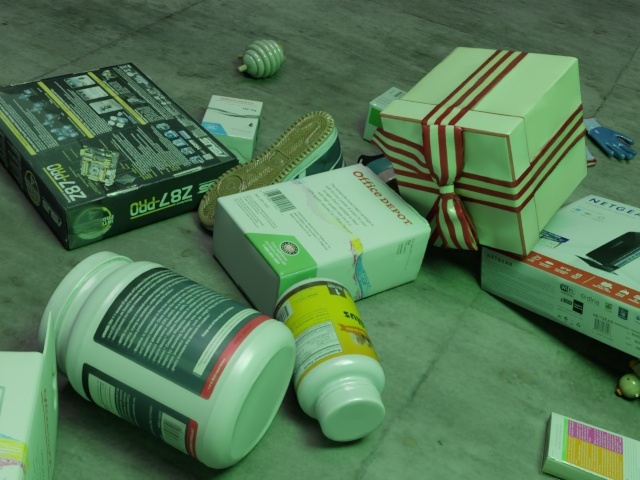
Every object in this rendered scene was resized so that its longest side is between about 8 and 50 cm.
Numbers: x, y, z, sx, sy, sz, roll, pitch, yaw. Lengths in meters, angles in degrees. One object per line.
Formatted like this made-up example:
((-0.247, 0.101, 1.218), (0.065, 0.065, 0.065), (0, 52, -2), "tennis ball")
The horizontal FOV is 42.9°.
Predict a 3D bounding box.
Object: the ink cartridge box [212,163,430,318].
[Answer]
((0.000, 0.000, 1.284), (0.278, 0.117, 0.201), (-16, 45, -29), "ink cartridge box")

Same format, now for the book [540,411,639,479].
((0.369, 0.286, 1.072), (0.144, 0.035, 0.096), (18, 36, 10), "book")

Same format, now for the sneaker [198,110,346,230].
((-0.070, -0.085, 1.411), (0.282, 0.153, 0.099), (-39, 56, -8), "sneaker")

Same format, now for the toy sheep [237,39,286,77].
((-0.131, -0.397, 1.788), (0.091, 0.091, 0.132), (35, 59, 29), "toy sheep")

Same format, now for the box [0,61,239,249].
((-0.381, -0.170, 1.438), (0.318, 0.097, 0.395), (-20, 47, -34), "box")

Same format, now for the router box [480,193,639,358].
((0.477, 0.047, 1.284), (0.301, 0.082, 0.335), (-23, 31, -34), "router box")

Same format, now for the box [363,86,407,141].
((0.157, -0.240, 1.644), (0.101, 0.087, 0.102), (28, 42, 22), "box")

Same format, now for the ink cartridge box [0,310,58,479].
((-0.345, 0.254, 0.820), (0.119, 0.207, 0.353), (3, 38, -11), "ink cartridge box")

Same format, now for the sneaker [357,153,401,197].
((0.210, -0.148, 1.522), (0.302, 0.108, 0.121), (-12, 47, -23), "sneaker")

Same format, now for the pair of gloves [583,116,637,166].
((0.576, -0.211, 1.749), (0.198, 0.023, 0.159), (-10, 44, -22), "pair of gloves")

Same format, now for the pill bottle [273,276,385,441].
((0.014, 0.157, 1.089), (0.117, 0.117, 0.215), (-4, 40, -16), "pill bottle")

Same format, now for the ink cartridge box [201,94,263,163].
((-0.171, -0.225, 1.578), (0.104, 0.060, 0.180), (8, 38, -1), "ink cartridge box")

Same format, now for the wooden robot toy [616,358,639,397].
((0.471, 0.214, 1.176), (0.079, 0.076, 0.173), (-28, 40, 10), "wooden robot toy")

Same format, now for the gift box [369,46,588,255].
((0.243, -0.135, 1.292), (0.276, 0.255, 0.258), (11, 45, 42), "gift box")

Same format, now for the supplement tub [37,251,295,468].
((-0.186, 0.141, 1.008), (0.272, 0.191, 0.191), (24, 40, 17), "supplement tub")
